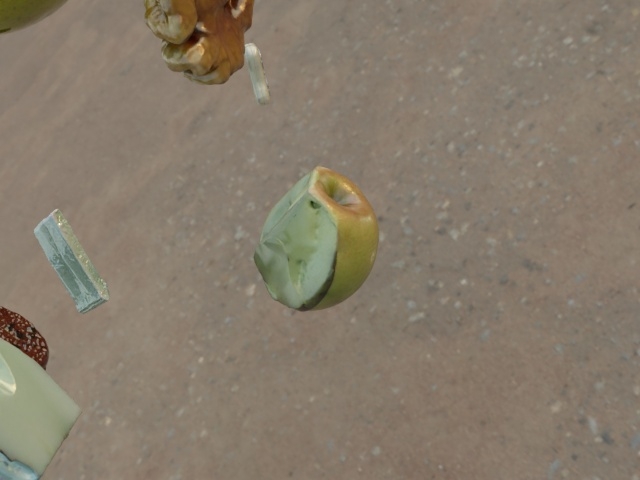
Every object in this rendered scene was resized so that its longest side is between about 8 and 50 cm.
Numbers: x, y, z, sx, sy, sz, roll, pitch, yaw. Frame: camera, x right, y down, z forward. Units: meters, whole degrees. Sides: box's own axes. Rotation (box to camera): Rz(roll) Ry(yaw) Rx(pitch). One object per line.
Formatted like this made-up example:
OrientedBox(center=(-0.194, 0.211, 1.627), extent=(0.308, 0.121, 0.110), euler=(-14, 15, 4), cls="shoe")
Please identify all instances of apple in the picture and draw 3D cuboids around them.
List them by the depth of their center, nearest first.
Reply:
OrientedBox(center=(0.000, 0.000, 1.278), extent=(0.188, 0.173, 0.207), euler=(-42, 34, 33), cls="apple")

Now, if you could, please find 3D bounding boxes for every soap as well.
OrientedBox(center=(-0.417, 0.150, 0.861), extent=(0.193, 0.324, 0.109), euler=(-52, 8, 31), cls="soap")

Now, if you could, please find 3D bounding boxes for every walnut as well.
OrientedBox(center=(-0.119, -0.232, 0.843), extent=(0.069, 0.143, 0.170), euler=(1, 49, 22), cls="walnut")

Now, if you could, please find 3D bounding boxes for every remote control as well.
OrientedBox(center=(-0.127, -0.335, 1.737), extent=(0.032, 0.122, 0.074), euler=(-16, 23, -3), cls="remote control")

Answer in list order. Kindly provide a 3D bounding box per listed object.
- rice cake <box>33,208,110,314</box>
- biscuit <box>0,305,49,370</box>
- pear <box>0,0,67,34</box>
OrientedBox(center=(-0.539, 0.047, 1.861), extent=(0.085, 0.226, 0.040), euler=(-25, 8, 25), cls="rice cake")
OrientedBox(center=(-0.594, 0.190, 1.603), extent=(0.049, 0.192, 0.192), euler=(-54, 25, 21), cls="biscuit")
OrientedBox(center=(-0.383, -0.359, 0.933), extent=(0.294, 0.294, 0.294), euler=(-35, 31, 24), cls="pear")
